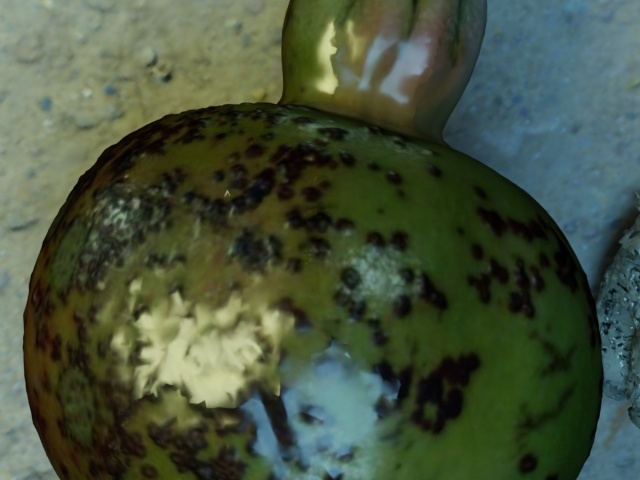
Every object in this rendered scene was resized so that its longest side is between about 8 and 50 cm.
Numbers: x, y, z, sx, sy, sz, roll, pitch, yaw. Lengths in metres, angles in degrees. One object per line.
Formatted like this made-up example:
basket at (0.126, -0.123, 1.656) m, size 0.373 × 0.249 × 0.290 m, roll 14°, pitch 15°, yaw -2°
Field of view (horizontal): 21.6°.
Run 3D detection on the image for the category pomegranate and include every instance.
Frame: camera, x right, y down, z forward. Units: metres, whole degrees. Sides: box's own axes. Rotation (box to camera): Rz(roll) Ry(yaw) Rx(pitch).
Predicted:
pomegranate at (0.000, 0.000, 0.814) m, size 0.285 × 0.285 × 0.340 m, roll 13°, pitch 85°, yaw -16°

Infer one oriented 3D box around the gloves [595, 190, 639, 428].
gloves at (0.210, 0.050, 0.957) m, size 0.114 × 0.070 × 0.153 m, roll -2°, pitch 122°, yaw -8°
